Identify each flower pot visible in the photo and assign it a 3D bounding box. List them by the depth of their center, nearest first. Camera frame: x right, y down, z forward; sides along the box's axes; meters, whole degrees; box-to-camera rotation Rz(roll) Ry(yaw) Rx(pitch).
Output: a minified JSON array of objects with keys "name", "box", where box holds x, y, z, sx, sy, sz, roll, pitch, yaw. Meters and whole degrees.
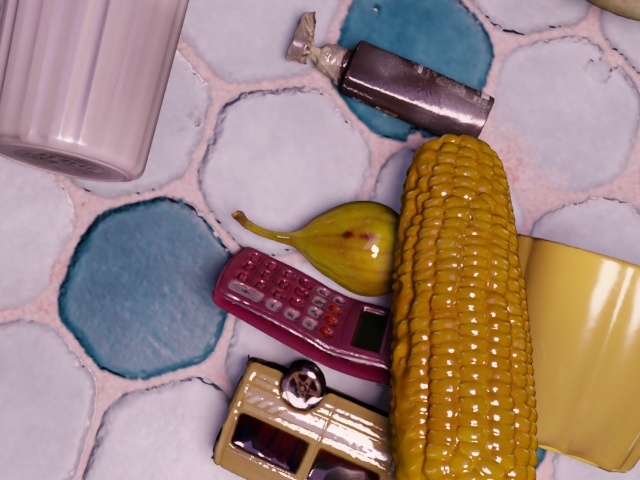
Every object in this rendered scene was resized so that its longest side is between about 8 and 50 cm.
[{"name":"flower pot","box":[0.240,0.104,0.925,0.195,0.195,0.179,17,90,-3]}]

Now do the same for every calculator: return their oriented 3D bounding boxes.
[{"name":"calculator","box":[-0.004,0.070,0.937,0.190,0.126,0.034,25,112,1]}]

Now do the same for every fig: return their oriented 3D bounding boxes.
[{"name":"fig","box":[0.008,-0.011,0.968,0.166,0.093,0.093,26,78,6]}]

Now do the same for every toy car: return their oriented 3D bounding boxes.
[{"name":"toy car","box":[0.034,0.194,0.923,0.256,0.101,0.124,24,86,0]}]

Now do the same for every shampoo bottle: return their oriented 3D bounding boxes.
[{"name":"shampoo bottle","box":[0.067,-0.158,1.011,0.207,0.057,0.063,23,79,-2]}]

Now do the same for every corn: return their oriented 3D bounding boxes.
[{"name":"corn","box":[0.114,0.074,0.857,0.120,0.120,0.363,3,62,-6]}]

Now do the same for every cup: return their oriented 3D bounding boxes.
[{"name":"cup","box":[-0.231,-0.165,0.951,0.167,0.221,0.202,17,79,-38]}]

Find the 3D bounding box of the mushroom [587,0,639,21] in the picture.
[{"name":"mushroom","box":[0.344,-0.381,0.982,0.352,0.260,0.352,0,83,1]}]
